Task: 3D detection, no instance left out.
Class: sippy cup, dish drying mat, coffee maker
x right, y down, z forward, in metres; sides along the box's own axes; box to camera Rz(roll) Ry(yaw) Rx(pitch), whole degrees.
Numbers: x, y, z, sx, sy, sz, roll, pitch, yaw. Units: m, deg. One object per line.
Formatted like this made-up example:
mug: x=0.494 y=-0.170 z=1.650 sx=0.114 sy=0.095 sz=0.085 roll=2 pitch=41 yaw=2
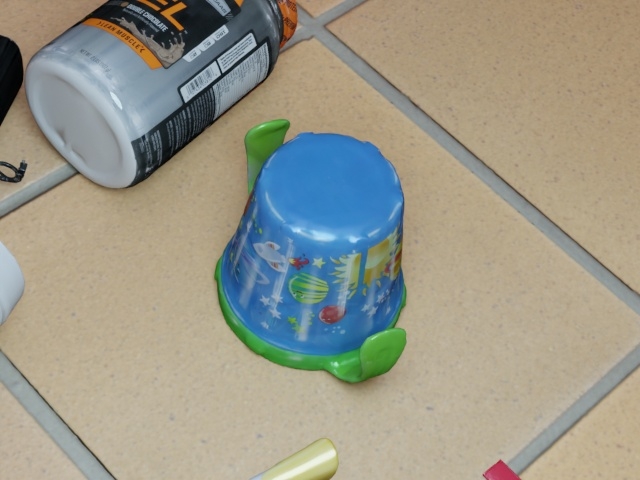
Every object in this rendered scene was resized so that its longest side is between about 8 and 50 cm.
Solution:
sippy cup: x=0.000 y=0.000 z=1.548 sx=0.305 sy=0.224 sz=0.240 roll=29 pitch=56 yaw=12
dish drying mat: x=0.226 y=0.288 z=1.507 sx=0.032 sy=0.008 sz=0.083 roll=-34 pitch=66 yaw=-27
coffee maker: x=-0.441 y=-0.168 z=1.685 sx=0.171 sy=0.120 sz=0.178 roll=27 pitch=53 yaw=-18

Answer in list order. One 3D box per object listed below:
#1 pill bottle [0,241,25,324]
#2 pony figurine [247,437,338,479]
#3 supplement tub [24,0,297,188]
pill bottle: x=-0.488 y=0.155 z=1.360 sx=0.229 sy=0.229 sz=0.407 roll=24 pitch=54 yaw=9
pony figurine: x=-0.187 y=0.328 z=1.249 sx=0.363 sy=0.351 sz=0.303 roll=-5 pitch=57 yaw=-35
supplement tub: x=-0.196 y=-0.237 z=1.700 sx=0.207 sy=0.207 sz=0.338 roll=35 pitch=57 yaw=16
